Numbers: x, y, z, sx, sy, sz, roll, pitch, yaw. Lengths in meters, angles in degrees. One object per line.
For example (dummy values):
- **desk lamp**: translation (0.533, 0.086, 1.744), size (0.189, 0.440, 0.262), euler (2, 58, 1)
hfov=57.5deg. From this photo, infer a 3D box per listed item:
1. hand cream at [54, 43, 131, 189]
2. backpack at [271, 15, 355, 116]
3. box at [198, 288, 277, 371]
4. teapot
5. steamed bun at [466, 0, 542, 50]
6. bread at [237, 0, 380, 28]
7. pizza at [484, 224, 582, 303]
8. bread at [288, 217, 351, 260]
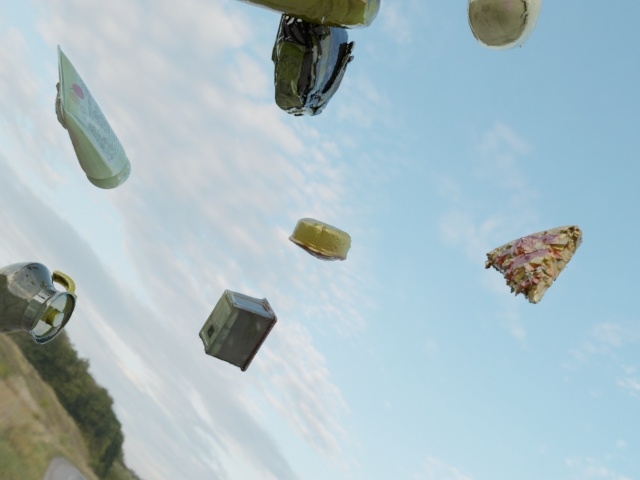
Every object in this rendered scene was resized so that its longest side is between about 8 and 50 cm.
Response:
- **hand cream**: translation (-0.438, -0.209, 1.109), size (0.305, 0.093, 0.147), euler (96, -19, -61)
- **backpack**: translation (-0.020, -0.410, 1.340), size (0.140, 0.253, 0.207), euler (15, 3, 27)
- **box**: translation (-0.105, 0.108, 0.729), size (0.063, 0.084, 0.060), euler (28, 11, -29)
- **teapot**: translation (-0.476, 0.098, 0.977), size (0.119, 0.165, 0.130), euler (28, -66, 8)
- **steamed bun**: translation (0.290, -0.368, 0.925), size (0.113, 0.091, 0.129), euler (9, -68, 8)
- **bread**: translation (-0.068, -0.513, 1.167), size (0.384, 0.166, 0.112), euler (14, -52, -8)
- **pizza**: translation (0.378, 0.040, 1.049), size (0.188, 0.199, 0.062), euler (-24, -68, 29)
- **bread**: translation (-0.009, -0.004, 1.386), size (0.125, 0.086, 0.156), euler (19, 4, -29)
